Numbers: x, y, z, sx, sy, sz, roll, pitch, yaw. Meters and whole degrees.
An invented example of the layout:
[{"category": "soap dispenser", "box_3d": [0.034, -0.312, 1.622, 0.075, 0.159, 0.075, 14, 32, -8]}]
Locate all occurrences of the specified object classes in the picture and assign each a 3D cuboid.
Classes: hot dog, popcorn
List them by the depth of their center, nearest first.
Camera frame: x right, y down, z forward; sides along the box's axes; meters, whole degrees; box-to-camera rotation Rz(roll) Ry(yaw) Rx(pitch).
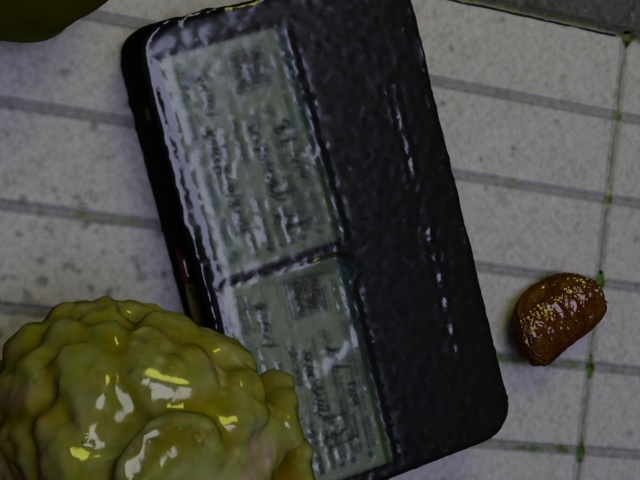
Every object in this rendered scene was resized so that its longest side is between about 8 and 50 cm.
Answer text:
[{"category": "popcorn", "box_3d": [-0.100, 0.156, 0.910, 0.212, 0.259, 0.259, -24, 102, -43]}, {"category": "hot dog", "box_3d": [0.180, 0.060, 1.152, 0.083, 0.035, 0.058, -34, 105, -21]}]

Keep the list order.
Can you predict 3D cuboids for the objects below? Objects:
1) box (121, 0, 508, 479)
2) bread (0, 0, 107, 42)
[{"category": "box", "box_3d": [0.000, 0.000, 1.053, 0.211, 0.058, 0.350, -16, 98, -23]}, {"category": "bread", "box_3d": [-0.264, -0.251, 0.846, 0.376, 0.208, 0.251, 7, 93, -30]}]
